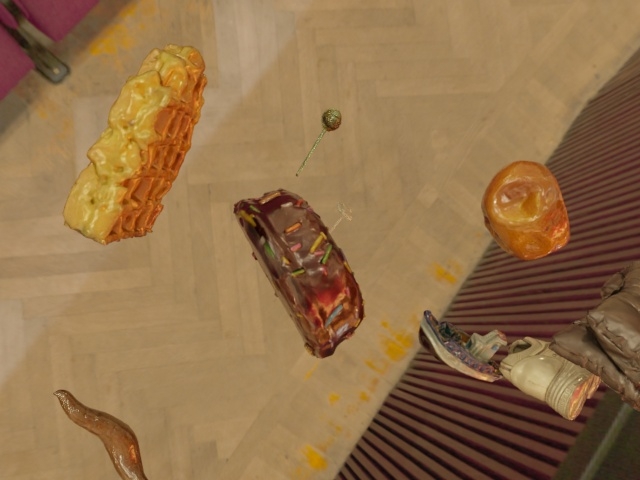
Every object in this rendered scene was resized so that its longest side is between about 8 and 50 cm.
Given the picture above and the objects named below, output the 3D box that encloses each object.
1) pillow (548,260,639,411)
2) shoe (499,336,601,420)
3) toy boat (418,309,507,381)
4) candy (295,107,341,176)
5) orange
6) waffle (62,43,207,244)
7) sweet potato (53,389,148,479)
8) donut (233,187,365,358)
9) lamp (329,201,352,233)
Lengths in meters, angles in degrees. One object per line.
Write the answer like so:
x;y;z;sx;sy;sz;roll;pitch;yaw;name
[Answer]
0.471;0.145;0.823;0.228;0.101;0.326;46;37;19;pillow
0.556;0.291;1.439;0.210;0.342;0.132;25;110;33;shoe
0.350;0.244;1.436;0.261;0.114;0.115;25;110;-7;toy boat
-0.009;-0.253;1.568;0.061;0.061;0.203;32;97;-2;candy
0.497;-0.068;1.487;0.183;0.249;0.249;-17;83;12;orange
-0.179;-0.105;0.624;0.055;0.160;0.211;26;96;-1;waffle
-0.390;0.357;1.110;0.250;0.059;0.069;55;43;-12;sweet potato
-0.026;0.030;0.770;0.095;0.216;0.230;-28;47;-8;donut
0.000;0.000;1.394;0.050;0.056;0.198;38;103;-18;lamp
